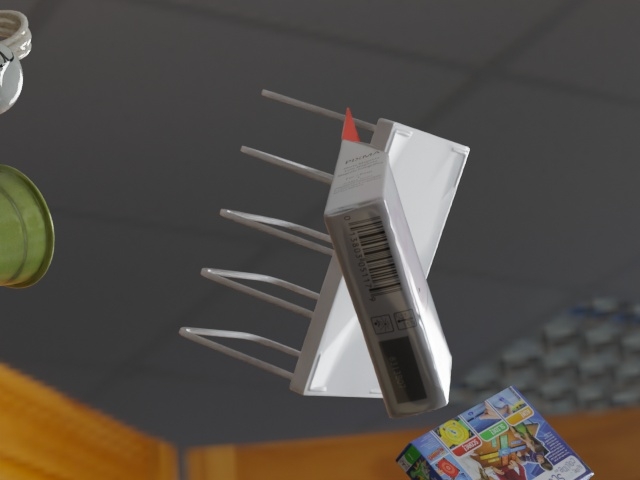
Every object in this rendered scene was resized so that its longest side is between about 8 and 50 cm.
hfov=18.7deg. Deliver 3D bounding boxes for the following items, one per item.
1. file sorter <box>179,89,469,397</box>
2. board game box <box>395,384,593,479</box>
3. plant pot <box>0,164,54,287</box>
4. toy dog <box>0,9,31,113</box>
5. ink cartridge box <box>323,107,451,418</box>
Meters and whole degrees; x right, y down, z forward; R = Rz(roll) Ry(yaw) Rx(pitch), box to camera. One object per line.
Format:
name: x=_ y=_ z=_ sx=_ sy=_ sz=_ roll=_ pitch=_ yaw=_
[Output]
file sorter: x=0.000 y=0.000 z=1.981 sx=0.173 sy=0.278 sz=0.193 roll=21 pitch=4 yaw=26
board game box: x=0.189 y=0.244 z=2.086 sx=0.201 sy=0.136 sz=0.035 roll=-21 pitch=-27 yaw=-48
plant pot: x=-0.227 y=-0.001 z=1.241 sx=0.083 sy=0.083 sz=0.079 roll=-25 pitch=-2 yaw=38
toy dog: x=-0.436 y=-0.232 z=1.822 sx=0.333 sy=0.220 sz=0.161 roll=5 pitch=-56 yaw=0
ink cartridge box: x=0.062 y=0.007 z=1.592 sx=0.066 sy=0.232 sz=0.189 roll=-12 pitch=-67 yaw=16
